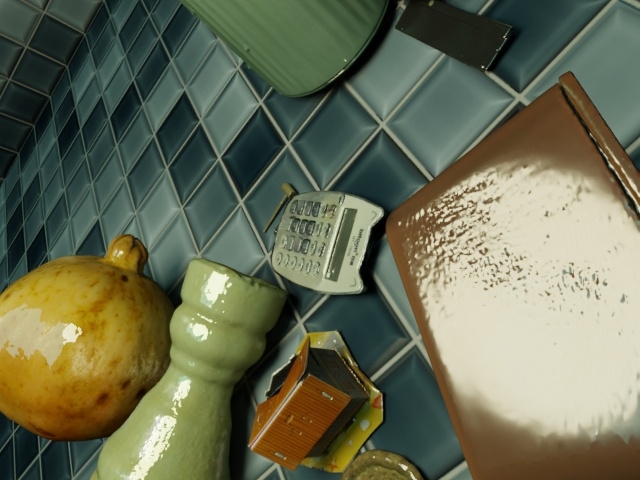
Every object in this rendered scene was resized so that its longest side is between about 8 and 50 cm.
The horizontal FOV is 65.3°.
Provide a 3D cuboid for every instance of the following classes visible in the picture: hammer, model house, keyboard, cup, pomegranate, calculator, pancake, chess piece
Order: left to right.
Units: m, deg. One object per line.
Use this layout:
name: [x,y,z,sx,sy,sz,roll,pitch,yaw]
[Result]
pomegranate: [-0.455,0.180,1.006,0.410,0.410,0.410,-16,66,39]
chess piece: [-0.212,0.262,0.865,0.234,0.234,0.442,16,82,44]
cup: [-0.120,-0.503,0.918,0.310,0.392,0.401,-55,42,6]
hammer: [-0.085,-0.060,0.982,0.110,0.019,0.035,-55,47,17]
model house: [-0.044,0.250,0.755,0.219,0.136,0.207,-53,49,16]
calculator: [0.000,0.000,0.867,0.268,0.040,0.177,14,85,45]
pancake: [0.084,0.387,0.670,0.199,0.021,0.199,-17,65,40]
keyboard: [0.208,-0.339,0.804,0.231,0.023,0.072,49,117,41]

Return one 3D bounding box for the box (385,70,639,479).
box: [0.244,0.064,0.485,0.229,0.239,0.339,-36,55,32]
